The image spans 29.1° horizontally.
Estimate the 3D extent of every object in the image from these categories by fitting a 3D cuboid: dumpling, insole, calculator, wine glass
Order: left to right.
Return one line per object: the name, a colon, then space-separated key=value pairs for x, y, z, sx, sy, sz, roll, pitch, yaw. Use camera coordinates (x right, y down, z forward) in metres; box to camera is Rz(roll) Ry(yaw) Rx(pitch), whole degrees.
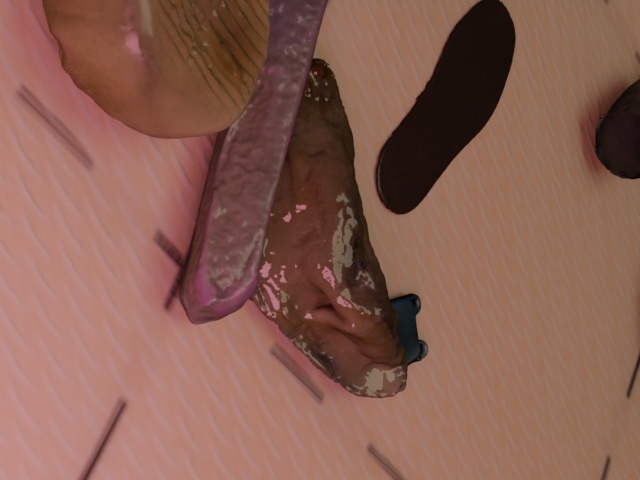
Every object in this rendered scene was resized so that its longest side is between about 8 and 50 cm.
dumpling: x=0.005 y=-0.001 z=1.102 sx=0.166 sy=0.086 sz=0.332 roll=-23 pitch=98 yaw=-46
calculator: x=0.056 y=0.099 z=1.208 sx=0.141 sy=0.019 sz=0.094 roll=-15 pitch=99 yaw=-46
insole: x=0.142 y=-0.147 z=1.326 sx=0.111 sy=0.007 sz=0.328 roll=57 pitch=50 yaw=-28
wine glass: x=0.427 y=-0.153 z=1.564 sx=0.204 sy=0.111 sz=0.111 roll=-34 pitch=112 yaw=-45

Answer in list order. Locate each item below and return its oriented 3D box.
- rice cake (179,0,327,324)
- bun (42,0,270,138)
rice cake: x=-0.046 y=-0.119 z=1.053 sx=0.064 sy=0.070 sz=0.399 roll=17 pitch=73 yaw=-12
bun: x=-0.126 y=-0.174 z=0.946 sx=0.178 sy=0.128 sz=0.193 roll=-63 pitch=141 yaw=-29
